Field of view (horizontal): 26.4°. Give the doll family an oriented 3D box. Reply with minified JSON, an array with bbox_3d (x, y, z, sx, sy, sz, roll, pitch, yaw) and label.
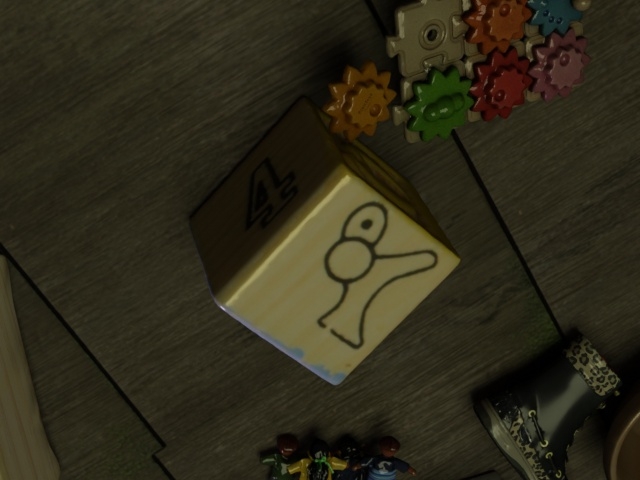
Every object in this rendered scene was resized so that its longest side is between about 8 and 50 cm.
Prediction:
[{"bbox_3d":[0.023,0.288,1.715,0.193,0.076,0.111,-1,115,-21],"label":"doll family"}]

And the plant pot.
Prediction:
[{"bbox_3d":[0.470,0.245,1.793,0.237,0.109,0.237,-7,120,-12],"label":"plant pot"}]

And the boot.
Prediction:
[{"bbox_3d":[0.325,0.242,1.765,0.178,0.085,0.236,-38,122,4],"label":"boot"}]

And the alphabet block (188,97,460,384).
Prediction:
[{"bbox_3d":[0.000,0.000,1.469,0.197,0.193,0.192,-45,122,12],"label":"alphabet block"}]

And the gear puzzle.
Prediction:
[{"bbox_3d":[0.153,-0.191,1.443,0.339,0.044,0.175,-20,124,-22],"label":"gear puzzle"}]

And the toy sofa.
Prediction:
[{"bbox_3d":[-0.415,0.192,1.506,0.150,0.177,0.362,1,122,12],"label":"toy sofa"}]

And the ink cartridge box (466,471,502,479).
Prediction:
[{"bbox_3d":[0.129,0.446,1.742,0.306,0.226,0.131,-15,121,-8],"label":"ink cartridge box"}]
